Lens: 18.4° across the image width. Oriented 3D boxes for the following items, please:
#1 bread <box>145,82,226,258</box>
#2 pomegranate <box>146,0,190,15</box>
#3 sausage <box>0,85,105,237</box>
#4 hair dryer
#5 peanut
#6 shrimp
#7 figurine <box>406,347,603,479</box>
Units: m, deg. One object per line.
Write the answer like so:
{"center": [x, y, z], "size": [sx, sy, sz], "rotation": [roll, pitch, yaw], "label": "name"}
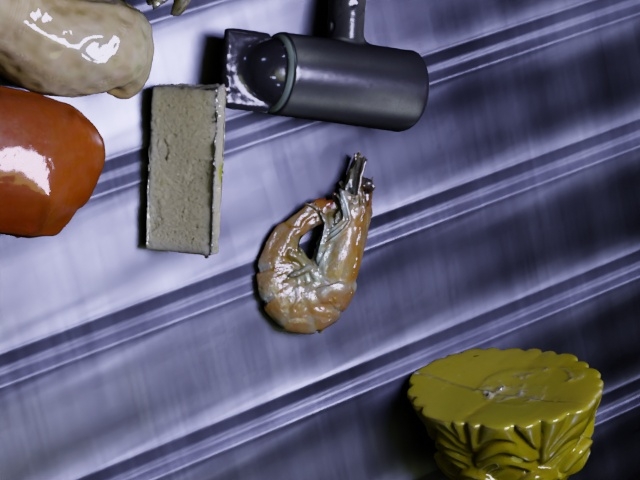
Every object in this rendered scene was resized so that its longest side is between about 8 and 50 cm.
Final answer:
{"center": [-0.118, -0.063, 1.739], "size": [0.028, 0.068, 0.153], "rotation": [-12, 105, -68], "label": "bread"}
{"center": [-0.105, -0.300, 1.656], "size": [0.187, 0.187, 0.225], "rotation": [17, 94, -31], "label": "pomegranate"}
{"center": [-0.298, -0.065, 1.598], "size": [0.258, 0.133, 0.133], "rotation": [1, 96, -27], "label": "sausage"}
{"center": [0.002, -0.231, 1.798], "size": [0.196, 0.078, 0.248], "rotation": [6, 84, -31], "label": "hair dryer"}
{"center": [-0.247, -0.183, 1.625], "size": [0.263, 0.101, 0.117], "rotation": [26, 103, -31], "label": "peanut"}
{"center": [0.000, 0.000, 1.840], "size": [0.099, 0.041, 0.180], "rotation": [24, 85, -16], "label": "shrimp"}
{"center": [0.198, 0.278, 1.923], "size": [0.187, 0.168, 0.315], "rotation": [-5, 113, 13], "label": "figurine"}
